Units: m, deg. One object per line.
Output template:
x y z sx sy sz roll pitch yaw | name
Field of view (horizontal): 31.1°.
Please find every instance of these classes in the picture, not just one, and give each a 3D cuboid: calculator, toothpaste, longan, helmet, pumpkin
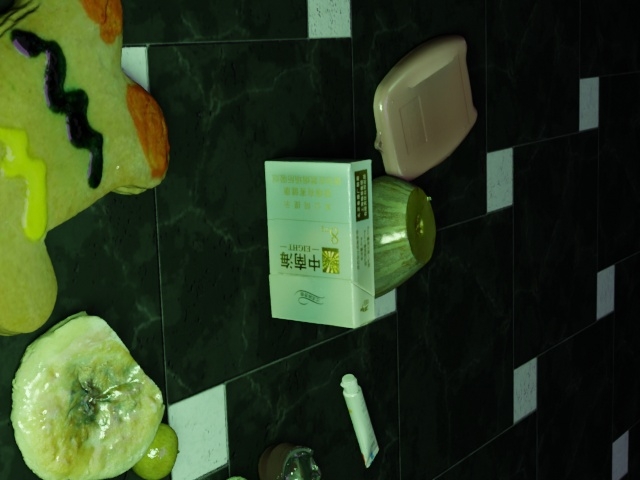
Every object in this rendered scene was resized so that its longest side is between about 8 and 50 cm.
0.190 -0.232 2.042 0.330 0.048 0.220 -40 128 -42 | calculator
0.068 0.303 1.951 0.048 0.031 0.190 -53 138 -42 | toothpaste
-0.213 0.274 1.495 0.083 0.075 0.075 24 75 -49 | longan
-0.054 0.359 1.739 0.098 0.070 0.123 -36 130 -41 | helmet
0.133 -0.004 1.931 0.217 0.110 0.217 -9 102 -52 | pumpkin

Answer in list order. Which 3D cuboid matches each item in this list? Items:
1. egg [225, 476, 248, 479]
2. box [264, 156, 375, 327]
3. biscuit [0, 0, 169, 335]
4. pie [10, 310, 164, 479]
-0.122 0.391 1.631 0.085 0.085 0.110 39 55 -51 | egg
0.000 0.000 1.698 0.067 0.155 0.242 -15 105 -53 | box
-0.318 -0.107 1.287 0.394 0.076 0.368 -47 130 -42 | biscuit
-0.287 0.203 1.387 0.185 0.052 0.218 -49 129 -20 | pie
